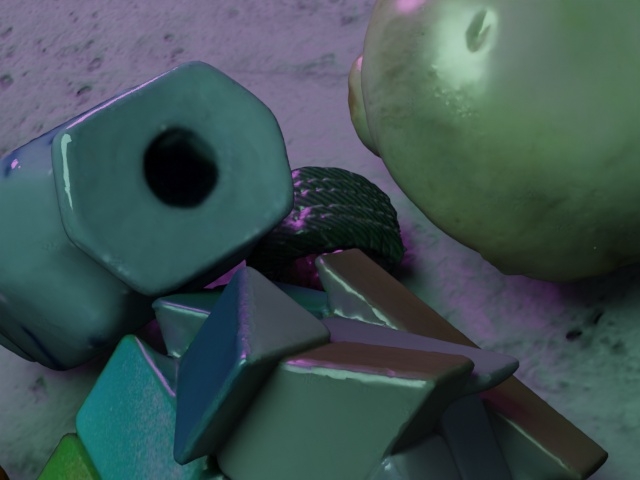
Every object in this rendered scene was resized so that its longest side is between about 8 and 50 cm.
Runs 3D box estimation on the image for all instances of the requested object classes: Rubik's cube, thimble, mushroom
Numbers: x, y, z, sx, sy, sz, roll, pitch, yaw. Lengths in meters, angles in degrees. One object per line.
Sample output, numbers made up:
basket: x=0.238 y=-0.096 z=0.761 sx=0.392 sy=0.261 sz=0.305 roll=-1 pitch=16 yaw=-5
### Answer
Rubik's cube: x=-0.013 y=0.198 z=1.085 sx=0.387 sy=0.358 sz=0.368 roll=-22 pitch=84 yaw=22
thimble: x=-0.002 y=0.001 z=1.350 sx=0.118 sy=0.135 sz=0.090 roll=122 pitch=144 yaw=-43
mushroom: x=0.169 y=-0.142 z=1.254 sx=0.315 sy=0.315 sz=0.356 roll=-37 pitch=51 yaw=0

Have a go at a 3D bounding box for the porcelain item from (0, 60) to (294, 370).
porcelain item: x=-0.184 y=-0.011 z=1.291 sx=0.242 sy=0.178 sz=0.405 roll=-33 pitch=4 yaw=-27

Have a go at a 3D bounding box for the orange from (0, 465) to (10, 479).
orange: x=-0.376 y=0.264 z=1.294 sx=0.264 sy=0.264 sz=0.264 roll=-14 pitch=52 yaw=19
